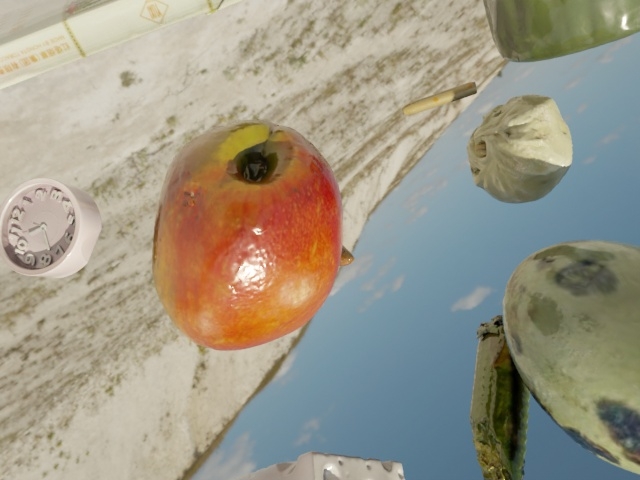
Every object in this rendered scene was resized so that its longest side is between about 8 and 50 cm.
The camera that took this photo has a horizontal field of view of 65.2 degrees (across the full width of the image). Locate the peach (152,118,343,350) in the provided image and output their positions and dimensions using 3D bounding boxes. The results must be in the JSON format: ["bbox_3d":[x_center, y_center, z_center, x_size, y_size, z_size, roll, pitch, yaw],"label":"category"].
[{"bbox_3d":[-0.112,0.002,0.798,0.290,0.372,0.372,3,-179,-5],"label":"peach"}]

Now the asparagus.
[{"bbox_3d":[0.351,0.329,0.983,0.108,0.128,0.382,-26,-150,43],"label":"asparagus"}]

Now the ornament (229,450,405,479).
[{"bbox_3d":[-0.002,0.512,0.833,0.240,0.239,0.239,-33,-131,31],"label":"ornament"}]

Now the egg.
[{"bbox_3d":[0.507,0.180,0.829,0.345,0.428,0.345,-44,170,-10],"label":"egg"}]

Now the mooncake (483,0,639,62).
[{"bbox_3d":[0.513,-0.506,0.995,0.356,0.194,0.356,-19,-156,9],"label":"mooncake"}]

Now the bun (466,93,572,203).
[{"bbox_3d":[0.374,-0.180,0.989,0.133,0.231,0.231,-1,170,-19],"label":"bun"}]

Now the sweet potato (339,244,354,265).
[{"bbox_3d":[-0.001,0.000,1.124,0.050,0.050,0.214,-40,-135,-12],"label":"sweet potato"}]

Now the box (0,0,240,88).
[{"bbox_3d":[-0.144,-0.169,0.358,0.220,0.032,0.122,-22,-141,-2],"label":"box"}]

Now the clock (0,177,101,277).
[{"bbox_3d":[-0.548,-0.024,1.007,0.197,0.197,0.068,-38,166,5],"label":"clock"}]

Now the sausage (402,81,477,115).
[{"bbox_3d":[0.210,-0.251,0.888,0.132,0.024,0.024,-14,-167,21],"label":"sausage"}]
